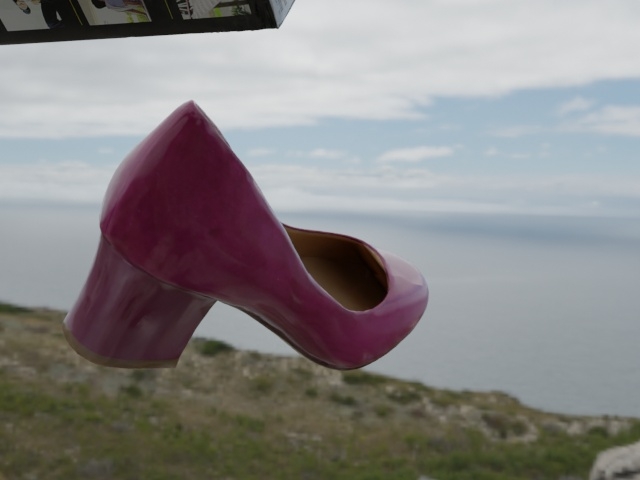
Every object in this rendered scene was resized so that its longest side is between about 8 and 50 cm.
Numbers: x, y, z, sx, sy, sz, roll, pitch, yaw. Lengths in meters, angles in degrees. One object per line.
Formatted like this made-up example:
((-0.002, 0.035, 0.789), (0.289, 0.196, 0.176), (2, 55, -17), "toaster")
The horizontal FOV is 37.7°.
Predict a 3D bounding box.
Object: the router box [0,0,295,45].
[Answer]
((-0.090, -0.152, 0.304), (0.133, 0.179, 0.046), (1, 44, 20), "router box")

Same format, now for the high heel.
((0.000, 0.000, 0.695), (0.127, 0.181, 0.377), (44, 27, 26), "high heel")
